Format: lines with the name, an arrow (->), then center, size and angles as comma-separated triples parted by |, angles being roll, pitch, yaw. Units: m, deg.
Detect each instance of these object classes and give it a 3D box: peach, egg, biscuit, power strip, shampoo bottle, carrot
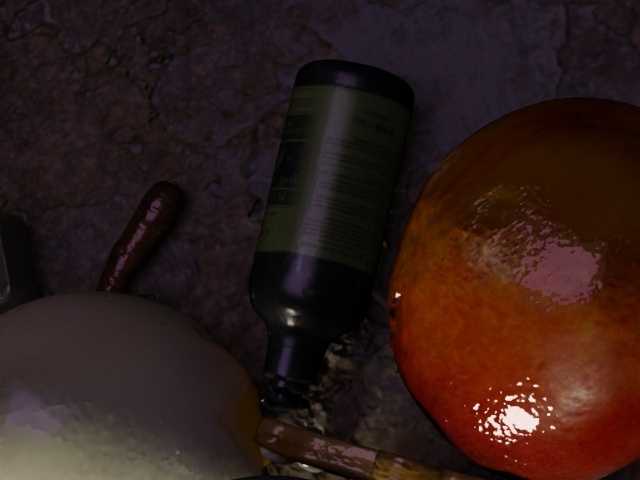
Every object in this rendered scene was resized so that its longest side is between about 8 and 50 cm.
peach -> 0.172, 0.037, 1.235 | 0.281, 0.238, 0.281 | -1, 113, -3
egg -> -0.189, 0.172, 1.362 | 0.286, 0.174, 0.264 | 40, 97, 17
biscuit -> 0.066, 0.180, 1.283 | 0.240, 0.158, 0.035 | 12, 85, 28
power strip -> -0.386, 0.061, 1.521 | 0.288, 0.053, 0.093 | -20, 72, 20
shampoo bottle -> 0.000, 0.000, 1.379 | 0.101, 0.101, 0.284 | 9, 81, 21
carrot -> -0.168, 0.019, 1.472 | 0.036, 0.035, 0.165 | 33, 92, 23

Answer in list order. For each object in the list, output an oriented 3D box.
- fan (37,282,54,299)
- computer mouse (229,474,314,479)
fan -> -0.329, 0.152, 1.505 | 0.057, 0.023, 0.282 | 43, 92, 22
computer mouse -> 0.043, 0.292, 1.270 | 0.371, 0.122, 0.188 | 13, 69, 1
